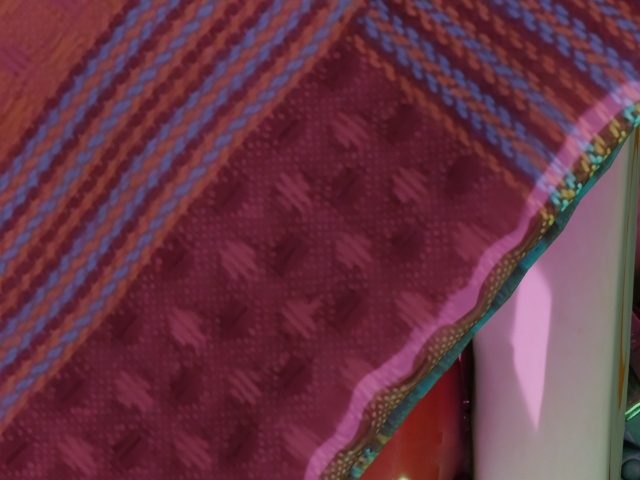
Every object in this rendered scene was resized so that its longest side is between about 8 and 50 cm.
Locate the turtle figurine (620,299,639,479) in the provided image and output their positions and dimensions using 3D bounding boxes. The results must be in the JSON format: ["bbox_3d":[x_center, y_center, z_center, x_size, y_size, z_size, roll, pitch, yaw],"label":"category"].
[{"bbox_3d":[0.123,0.068,0.573,0.234,0.118,0.175,-36,157,5],"label":"turtle figurine"}]

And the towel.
[{"bbox_3d":[-0.151,-0.052,0.368,0.370,0.040,0.271,39,93,10],"label":"towel"}]

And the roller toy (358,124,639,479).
[{"bbox_3d":[0.000,0.000,0.454,0.146,0.209,0.191,3,71,10],"label":"roller toy"}]
